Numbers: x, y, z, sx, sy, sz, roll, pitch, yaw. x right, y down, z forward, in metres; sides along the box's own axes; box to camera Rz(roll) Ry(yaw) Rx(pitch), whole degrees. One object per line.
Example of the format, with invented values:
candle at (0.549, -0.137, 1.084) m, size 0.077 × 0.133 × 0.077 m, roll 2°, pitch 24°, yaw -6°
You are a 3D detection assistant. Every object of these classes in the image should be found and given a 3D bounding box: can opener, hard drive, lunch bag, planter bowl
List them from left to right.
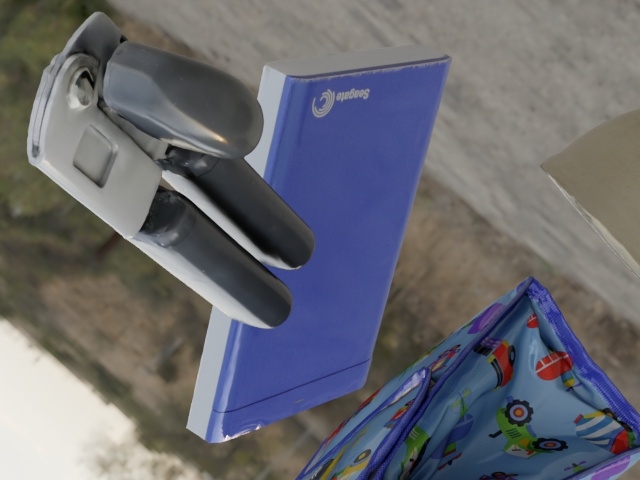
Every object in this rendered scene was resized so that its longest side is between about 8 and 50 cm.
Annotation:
can opener at (-0.052, -0.020, 0.765) m, size 0.095 × 0.076 × 0.283 m, roll 15°, pitch 166°, yaw 25°
hard drive at (0.000, 0.000, 1.283) m, size 0.040 × 0.319 × 0.210 m, roll 28°, pitch -153°, yaw 32°
lunch bag at (0.033, 0.172, 0.919) m, size 0.138 × 0.221 × 0.293 m, roll 53°, pitch -144°, yaw 8°
planter bowl at (0.218, -0.018, 0.875) m, size 0.162 × 0.109 × 0.162 m, roll 47°, pitch -172°, yaw -9°
